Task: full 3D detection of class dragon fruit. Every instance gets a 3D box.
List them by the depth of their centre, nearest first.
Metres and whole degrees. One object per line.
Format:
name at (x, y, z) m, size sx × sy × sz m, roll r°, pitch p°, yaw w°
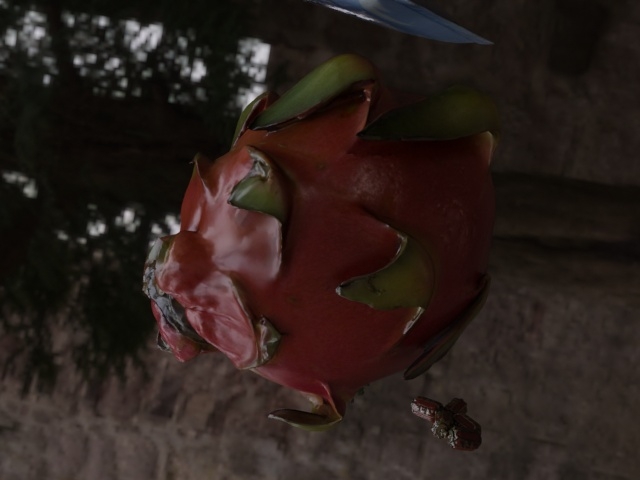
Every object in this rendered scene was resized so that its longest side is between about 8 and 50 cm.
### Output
dragon fruit at (0.005, -0.002, 0.778) m, size 0.227 × 0.224 × 0.224 m, roll -43°, pitch -30°, yaw -35°

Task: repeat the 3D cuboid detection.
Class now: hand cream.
hand cream at (-0.017, -0.175, 0.734) m, size 0.091 × 0.271 × 0.058 m, roll 16°, pitch -76°, yaw -51°

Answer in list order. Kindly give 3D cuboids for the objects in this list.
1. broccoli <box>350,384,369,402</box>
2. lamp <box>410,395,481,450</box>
broccoli at (-0.037, -0.006, 1.165) m, size 0.361 × 0.221 × 0.252 m, roll 57°, pitch -153°, yaw -59°
lamp at (0.128, 0.178, 1.153) m, size 0.083 × 0.063 × 0.031 m, roll -139°, pitch 60°, yaw -62°
